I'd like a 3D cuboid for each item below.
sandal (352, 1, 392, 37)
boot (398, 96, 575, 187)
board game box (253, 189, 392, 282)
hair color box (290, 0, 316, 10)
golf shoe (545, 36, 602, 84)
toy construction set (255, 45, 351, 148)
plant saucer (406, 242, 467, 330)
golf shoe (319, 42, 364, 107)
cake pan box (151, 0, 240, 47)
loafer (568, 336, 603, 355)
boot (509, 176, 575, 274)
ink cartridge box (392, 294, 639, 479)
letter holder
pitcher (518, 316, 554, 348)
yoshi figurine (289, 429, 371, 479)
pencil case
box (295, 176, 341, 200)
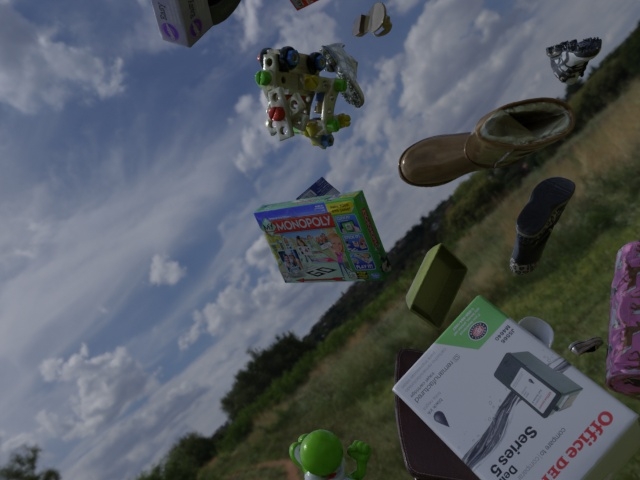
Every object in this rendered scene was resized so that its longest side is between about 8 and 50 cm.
[{"bbox_3d":[0.177,-0.657,1.843,0.240,0.079,0.088,-157,75,-69],"label":"sandal"},{"bbox_3d":[0.240,-0.153,0.961,0.236,0.089,0.269,-15,-1,6],"label":"boot"},{"bbox_3d":[0.000,0.000,1.471,0.317,0.214,0.046,-5,27,40],"label":"board game box"},{"bbox_3d":[0.000,-0.663,1.544,0.167,0.093,0.053,-18,-36,25],"label":"hair color box"},{"bbox_3d":[0.557,-0.387,1.321,0.077,0.094,0.198,-13,15,6],"label":"golf shoe"},{"bbox_3d":[-0.047,-0.307,1.338,0.327,0.151,0.215,-23,-64,-67],"label":"toy construction set"},{"bbox_3d":[0.293,0.117,1.572,0.188,0.045,0.188,36,-102,-48],"label":"plant saucer"},{"bbox_3d":[0.070,-0.410,1.485,0.086,0.176,0.069,-31,-3,-24],"label":"golf shoe"},{"bbox_3d":[-0.190,-0.482,0.976,0.246,0.070,0.267,-54,-21,-30],"label":"cake pan box"},{"bbox_3d":[0.748,0.300,1.701,0.125,0.039,0.045,-4,-50,-27],"label":"loafer"},{"bbox_3d":[0.553,-0.038,1.537,0.236,0.085,0.179,-43,-34,-30],"label":"boot"},{"bbox_3d":[0.271,0.242,0.859,0.198,0.273,0.115,-46,-42,-3],"label":"ink cartridge box"},{"bbox_3d":[0.229,0.382,1.193,0.302,0.214,0.152,-86,10,-55],"label":"letter holder"},{"bbox_3d":[0.450,0.282,1.398,0.178,0.125,0.207,-54,-19,-15],"label":"pitcher"},{"bbox_3d":[0.065,0.604,1.500,0.203,0.362,0.203,-4,-54,-61],"label":"yoshi figurine"},{"bbox_3d":[0.765,0.184,1.423,0.167,0.159,0.386,83,-155,-57],"label":"pencil case"},{"bbox_3d":[0.041,-0.096,2.013,0.136,0.225,0.036,-42,-14,-28],"label":"box"}]
